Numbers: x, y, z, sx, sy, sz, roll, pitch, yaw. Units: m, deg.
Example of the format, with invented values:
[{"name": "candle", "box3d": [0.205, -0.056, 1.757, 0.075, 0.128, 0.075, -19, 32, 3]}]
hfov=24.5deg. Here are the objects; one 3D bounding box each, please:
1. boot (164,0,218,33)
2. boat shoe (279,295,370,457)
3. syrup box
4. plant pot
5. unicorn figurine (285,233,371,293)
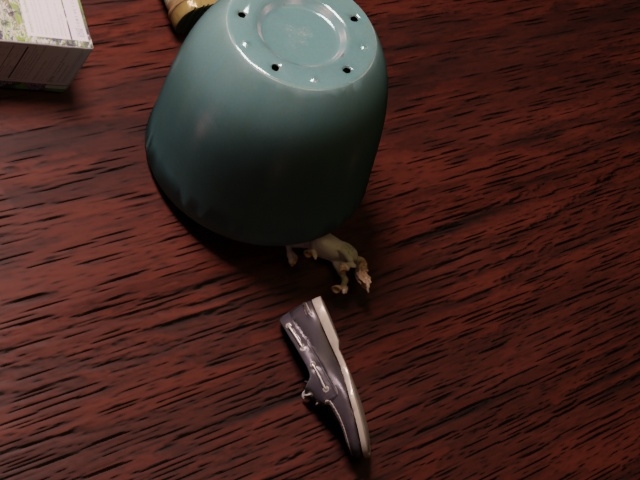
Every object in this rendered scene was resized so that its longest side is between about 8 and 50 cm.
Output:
[{"name": "boot", "box3d": [-0.162, -0.423, 2.028, 0.236, 0.089, 0.269, -12, 68, -41]}, {"name": "boat shoe", "box3d": [0.007, 0.173, 1.791, 0.065, 0.075, 0.206, -20, 76, 2]}, {"name": "syrup box", "box3d": [-0.398, -0.245, 1.728, 0.237, 0.096, 0.093, 0, 60, -36]}, {"name": "plant pot", "box3d": [-0.050, -0.177, 1.791, 0.293, 0.235, 0.293, 8, 54, -12]}, {"name": "unicorn figurine", "box3d": [0.000, 0.000, 1.893, 0.162, 0.060, 0.111, 48, 29, -21]}]
